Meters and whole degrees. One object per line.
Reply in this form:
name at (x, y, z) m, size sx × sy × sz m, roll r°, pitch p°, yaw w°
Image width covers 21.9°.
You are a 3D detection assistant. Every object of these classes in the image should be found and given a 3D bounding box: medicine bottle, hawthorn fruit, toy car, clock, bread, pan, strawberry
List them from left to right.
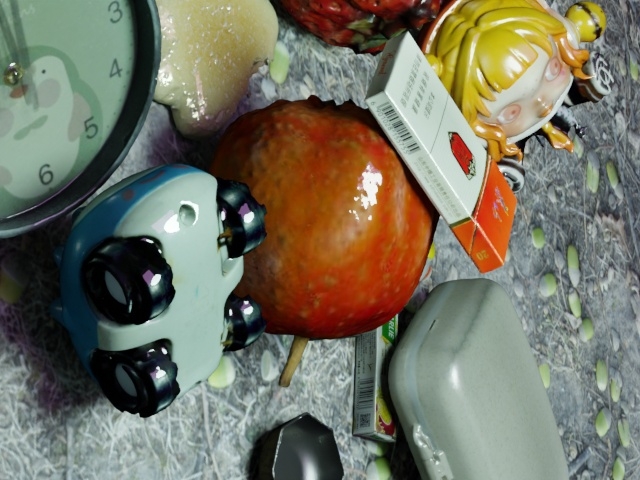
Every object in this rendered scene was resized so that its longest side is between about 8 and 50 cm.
clock at (-0.282, -0.153, 1.508) m, size 0.319 × 0.066 × 0.319 m, roll -27°, pitch 131°, yaw -36°
toy car at (-0.174, 0.037, 1.624) m, size 0.188 × 0.190 × 0.255 m, roll -36°, pitch 140°, yaw -38°
bread at (-0.132, -0.241, 1.893) m, size 0.182 × 0.039 × 0.251 m, roll 57°, pitch 41°, yaw -28°
pan at (-0.048, 0.276, 1.859) m, size 0.202 × 0.048 × 0.128 m, roll -25°, pitch 100°, yaw -55°
hawthorn fruit at (-0.009, 0.003, 1.831) m, size 0.287 × 0.287 × 0.330 m, roll 4°, pitch 97°, yaw -53°
strawberry at (0.035, -0.376, 2.004) m, size 0.288 × 0.250 × 0.238 m, roll 41°, pitch 52°, yaw -6°
medicine bottle at (0.213, 0.249, 2.136) m, size 0.375 × 0.123 × 0.282 m, roll 68°, pitch 30°, yaw -23°

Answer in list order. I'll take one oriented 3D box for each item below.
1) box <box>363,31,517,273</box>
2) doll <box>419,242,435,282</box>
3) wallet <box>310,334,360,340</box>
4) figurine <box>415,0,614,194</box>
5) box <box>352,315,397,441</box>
box at (0.134, -0.095, 1.785) m, size 0.245 × 0.035 × 0.139 m, roll 54°, pitch 29°, yaw -21°
doll at (0.098, -0.024, 2.097) m, size 0.142 × 0.076 × 0.245 m, roll 42°, pitch 31°, yaw -33°
wallet at (0.001, 0.000, 2.020) m, size 0.124 × 0.025 × 0.244 m, roll 1°, pitch 80°, yaw -54°
figurine at (0.248, -0.231, 2.279) m, size 0.320 × 0.196 × 0.323 m, roll -47°, pitch 141°, yaw -3°
box at (0.071, 0.147, 2.064) m, size 0.050 × 0.041 × 0.207 m, roll 21°, pitch 64°, yaw -46°
